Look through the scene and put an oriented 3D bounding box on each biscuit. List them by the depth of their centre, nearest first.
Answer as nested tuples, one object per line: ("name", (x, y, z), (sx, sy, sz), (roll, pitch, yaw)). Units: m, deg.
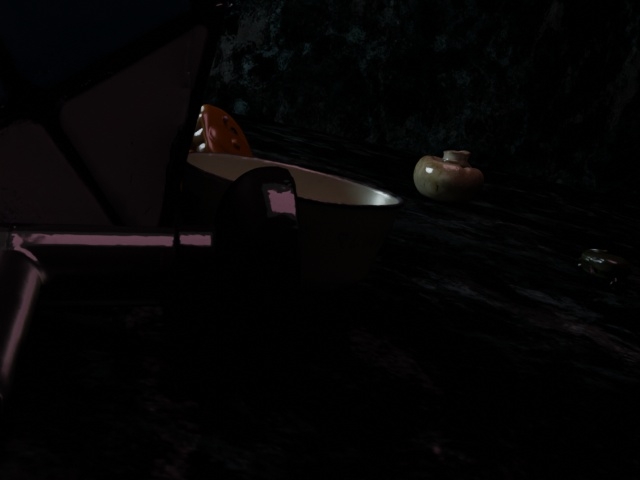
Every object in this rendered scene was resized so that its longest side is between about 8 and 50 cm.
("biscuit", (-0.139, -0.136, 1.375), (0.050, 0.170, 0.170), (-25, -1, 19))

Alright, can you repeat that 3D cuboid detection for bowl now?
("bowl", (-0.042, -0.010, 0.906), (0.237, 0.126, 0.238), (13, 11, -3))

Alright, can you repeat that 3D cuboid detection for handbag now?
("handbag", (0.482, 0.042, 1.466), (0.072, 0.047, 0.111), (2, 14, -24))

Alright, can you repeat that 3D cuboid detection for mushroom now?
("mushroom", (0.300, -0.152, 2.022), (0.166, 0.127, 0.166), (9, 5, -1))

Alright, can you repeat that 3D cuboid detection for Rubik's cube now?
("Rubik's cube", (-0.300, -0.148, 0.852), (0.305, 0.307, 0.310), (10, 12, -27))

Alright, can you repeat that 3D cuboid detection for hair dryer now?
("hair dryer", (-0.150, 0.068, 0.582), (0.320, 0.156, 0.284), (-5, 37, -19))

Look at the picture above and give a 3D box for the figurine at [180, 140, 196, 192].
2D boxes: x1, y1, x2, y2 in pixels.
("figurine", (-0.353, -0.192, 1.360), (0.343, 0.187, 0.215), (18, 22, -10))
